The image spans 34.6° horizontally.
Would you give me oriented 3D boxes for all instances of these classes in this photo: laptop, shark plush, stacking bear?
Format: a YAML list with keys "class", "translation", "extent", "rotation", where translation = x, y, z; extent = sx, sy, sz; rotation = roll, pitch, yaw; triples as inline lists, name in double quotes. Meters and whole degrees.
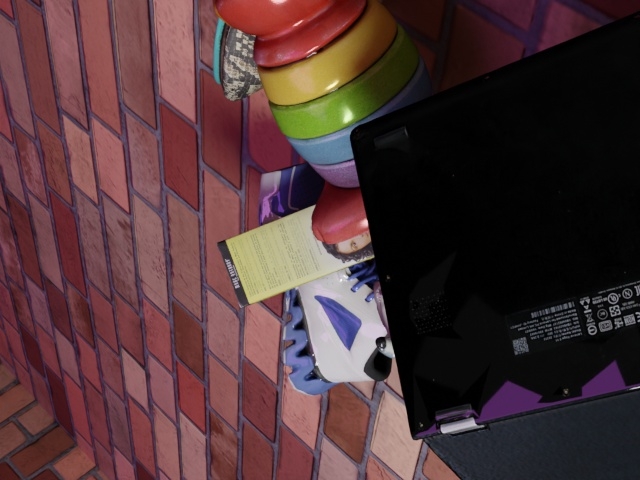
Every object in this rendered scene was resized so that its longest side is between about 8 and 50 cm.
- class: "laptop"
  translation: [0.275, 0.057, 0.806]
  extent: [0.382, 0.236, 0.407]
  rotation: [-19, 74, 29]
- class: "shark plush"
  translation: [0.105, 0.108, 1.029]
  extent: [0.161, 0.073, 0.067]
  rotation: [48, 176, -29]
- class: "stacking bear"
  translation: [0.003, -0.171, 0.970]
  extent: [0.164, 0.175, 0.289]
  rotation: [-22, 121, 21]

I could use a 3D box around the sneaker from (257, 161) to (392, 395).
- class: "sneaker"
  translation: [0.041, 0.047, 1.311]
  extent: [0.182, 0.127, 0.315]
  rotation: [-3, 104, 30]

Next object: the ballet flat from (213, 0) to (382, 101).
- class: "ballet flat"
  translation: [-0.013, -0.309, 1.023]
  extent: [0.182, 0.164, 0.482]
  rotation: [21, 138, 12]

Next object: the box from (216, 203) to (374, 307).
- class: "box"
  translation: [0.000, 0.000, 1.215]
  extent: [0.232, 0.058, 0.087]
  rotation: [-22, 87, 14]
